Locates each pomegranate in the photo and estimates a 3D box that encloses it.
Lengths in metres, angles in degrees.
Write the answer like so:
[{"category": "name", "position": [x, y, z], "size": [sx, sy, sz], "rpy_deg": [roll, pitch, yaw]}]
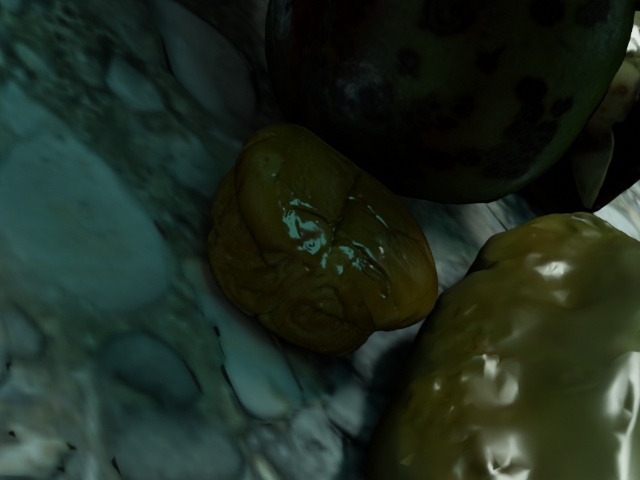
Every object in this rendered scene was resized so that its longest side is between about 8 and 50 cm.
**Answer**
[{"category": "pomegranate", "position": [0.056, -0.081, 0.536], "size": [0.148, 0.148, 0.169], "rpy_deg": [59, 19, 22]}]

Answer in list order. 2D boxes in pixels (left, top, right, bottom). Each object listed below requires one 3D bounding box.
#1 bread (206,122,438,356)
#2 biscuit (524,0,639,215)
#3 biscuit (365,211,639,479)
[{"category": "bread", "position": [0.000, 0.000, 0.460], "size": [0.083, 0.046, 0.081], "rpy_deg": [50, 27, 8]}, {"category": "biscuit", "position": [0.082, -0.131, 0.664], "size": [0.252, 0.106, 0.070], "rpy_deg": [51, 31, 10]}, {"category": "biscuit", "position": [0.159, 0.140, 0.466], "size": [0.335, 0.078, 0.329], "rpy_deg": [33, 36, -17]}]
